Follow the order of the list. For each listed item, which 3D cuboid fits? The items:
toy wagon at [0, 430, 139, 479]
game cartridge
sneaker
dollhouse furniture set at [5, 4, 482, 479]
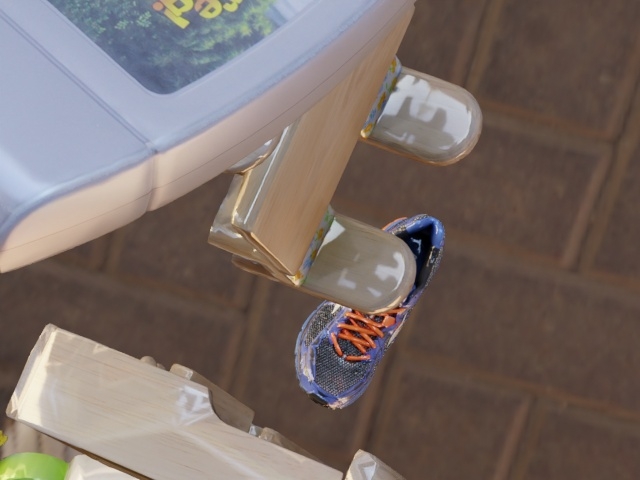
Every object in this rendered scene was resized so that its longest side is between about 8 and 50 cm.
[{"bbox_3d":[-0.152,0.261,1.695,0.344,0.068,0.267,24,136,-16],"label":"toy wagon"},{"bbox_3d":[-0.068,-0.126,0.774,0.196,0.294,0.060,42,152,10],"label":"game cartridge"},{"bbox_3d":[0.047,0.057,1.796,0.083,0.221,0.087,31,155,-3],"label":"sneaker"},{"bbox_3d":[0.000,0.000,1.340,0.256,0.394,0.362,20,170,21],"label":"dollhouse furniture set"}]
